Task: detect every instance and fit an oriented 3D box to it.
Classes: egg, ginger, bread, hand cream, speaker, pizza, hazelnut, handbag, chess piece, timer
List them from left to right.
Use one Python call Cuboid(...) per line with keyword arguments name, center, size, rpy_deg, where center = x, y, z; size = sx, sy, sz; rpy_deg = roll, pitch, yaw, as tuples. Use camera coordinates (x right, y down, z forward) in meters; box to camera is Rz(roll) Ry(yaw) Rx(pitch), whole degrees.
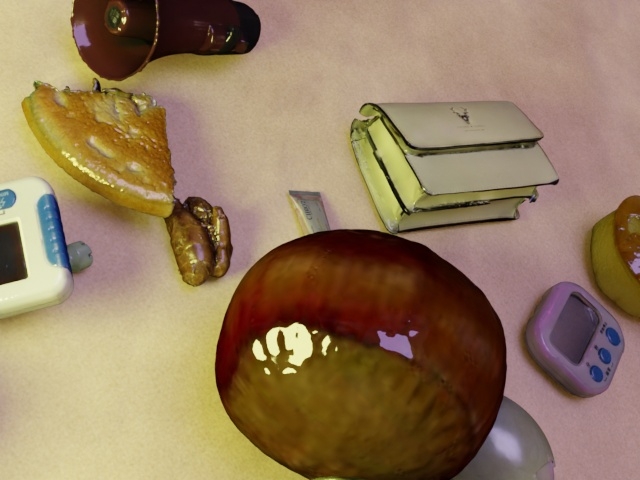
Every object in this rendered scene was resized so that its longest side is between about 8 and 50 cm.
Cuboid(name="timer", center=(-0.460, 0.027, 1.120), size=(0.253, 0.078, 0.178), rpy_deg=(-13, 70, -9))
Cuboid(name="chess piece", center=(-0.377, 0.035, 1.220), size=(0.103, 0.067, 0.067), rpy_deg=(-27, 79, -47))
Cuboid(name="pizza", center=(-0.322, -0.157, 1.348), size=(0.289, 0.081, 0.229), rpy_deg=(35, 46, -1))
Cuboid(name="speaker", center=(-0.279, -0.380, 1.476), size=(0.259, 0.198, 0.329), rpy_deg=(13, 16, 25))
Cuboid(name="ginger", center=(-0.186, -0.009, 1.350), size=(0.103, 0.073, 0.162), rpy_deg=(-9, 67, -36))
Cuboid(name="hand cream", center=(0.000, 0.000, 1.483), size=(0.067, 0.043, 0.210), rpy_deg=(-1, 58, -31))
Cuboid(name="hazelnut", center=(0.063, 0.155, 1.227), size=(0.421, 0.353, 0.421), rpy_deg=(0, 54, 0))
Cuboid(name="handbag", center=(0.259, -0.162, 1.659), size=(0.358, 0.160, 0.237), rpy_deg=(-7, 60, -34))
Cuboid(name="egg", center=(0.275, 0.353, 1.352), size=(0.183, 0.183, 0.217), rpy_deg=(-24, 85, -38))
Cuboid(name="timer", center=(0.488, 0.190, 1.647), size=(0.191, 0.069, 0.208), rpy_deg=(44, 51, -2))
Cuboid(name="bread", center=(0.697, 0.040, 1.809), size=(0.270, 0.148, 0.270), rpy_deg=(14, 57, -24))

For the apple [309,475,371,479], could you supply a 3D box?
Cuboid(name="apple", center=(0.016, 0.456, 1.028), size=(0.320, 0.311, 0.360), rpy_deg=(-14, 80, -22))
